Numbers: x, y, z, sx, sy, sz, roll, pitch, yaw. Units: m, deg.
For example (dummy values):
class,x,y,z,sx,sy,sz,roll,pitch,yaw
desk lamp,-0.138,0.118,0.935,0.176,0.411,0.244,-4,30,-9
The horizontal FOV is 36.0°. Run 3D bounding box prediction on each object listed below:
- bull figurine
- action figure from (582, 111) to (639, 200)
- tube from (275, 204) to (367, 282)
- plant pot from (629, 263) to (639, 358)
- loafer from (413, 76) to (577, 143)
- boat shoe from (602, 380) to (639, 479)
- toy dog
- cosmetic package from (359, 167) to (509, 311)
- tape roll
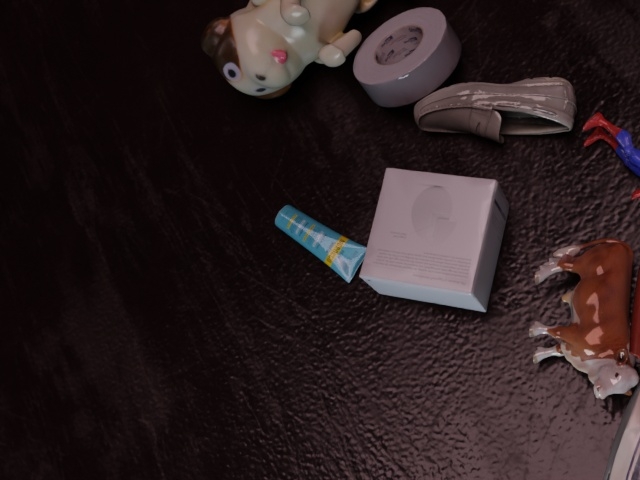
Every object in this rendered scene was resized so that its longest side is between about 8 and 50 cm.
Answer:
class,x,y,z,sx,sy,sz,roll,pitch,yaw
bull figurine,0.472,0.139,1.742,0.188,0.101,0.310,1,60,24
action figure,0.578,-0.102,1.800,0.139,0.091,0.280,-47,60,-7
tube,0.000,0.000,2.027,0.207,0.052,0.080,33,96,22
plant pot,0.647,0.124,1.590,0.267,0.267,0.236,24,90,36
loafer,0.339,-0.247,1.937,0.319,0.112,0.111,-5,61,20
boat shoe,0.554,0.402,1.626,0.158,0.127,0.340,18,81,13
toy dog,-0.072,-0.498,2.105,0.408,0.284,0.395,-53,45,-2
cosmetic package,0.220,0.000,1.881,0.224,0.138,0.225,9,74,25
tape roll,0.177,-0.377,2.024,0.219,0.072,0.219,-25,39,22
